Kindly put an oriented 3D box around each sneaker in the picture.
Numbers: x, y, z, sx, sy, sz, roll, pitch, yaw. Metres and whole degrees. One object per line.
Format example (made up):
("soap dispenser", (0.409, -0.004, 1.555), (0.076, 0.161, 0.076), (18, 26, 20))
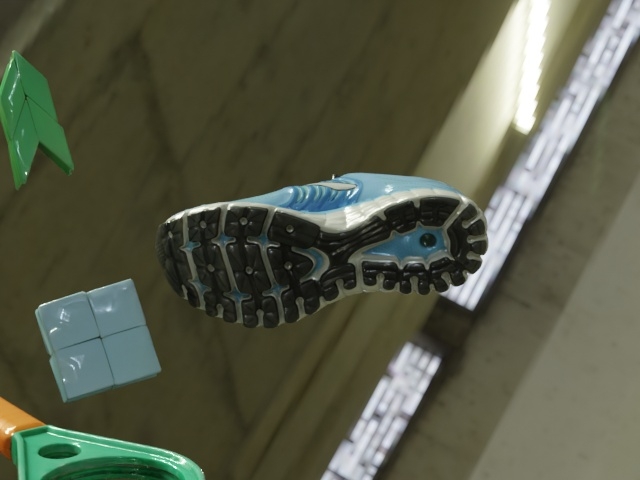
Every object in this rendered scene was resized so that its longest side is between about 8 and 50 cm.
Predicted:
("sneaker", (0.000, 0.000, 0.816), (0.073, 0.162, 0.063), (-88, -6, -71))

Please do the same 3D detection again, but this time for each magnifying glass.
("magnifying glass", (-0.144, 0.115, 0.886), (0.092, 0.231, 0.026), (-10, -74, -36))

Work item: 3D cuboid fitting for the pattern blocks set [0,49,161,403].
("pattern blocks set", (-0.246, 0.029, 0.706), (0.324, 0.285, 0.026), (-27, -4, -18))
